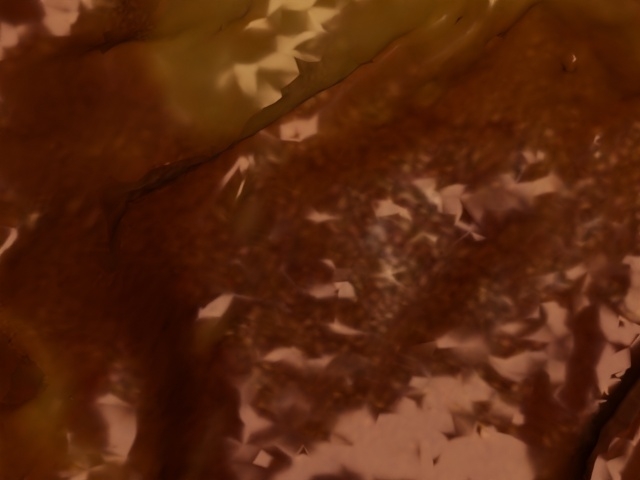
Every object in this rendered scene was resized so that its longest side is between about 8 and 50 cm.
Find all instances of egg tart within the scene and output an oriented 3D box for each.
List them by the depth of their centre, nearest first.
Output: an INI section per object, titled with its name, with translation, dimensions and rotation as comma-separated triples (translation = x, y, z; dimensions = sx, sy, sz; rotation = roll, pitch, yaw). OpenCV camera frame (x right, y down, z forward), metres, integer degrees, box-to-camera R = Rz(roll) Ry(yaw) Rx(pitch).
[egg tart]
translation = 0.000, 0.000, 0.467
dimensions = 0.352, 0.150, 0.351
rotation = -4, 106, -16
